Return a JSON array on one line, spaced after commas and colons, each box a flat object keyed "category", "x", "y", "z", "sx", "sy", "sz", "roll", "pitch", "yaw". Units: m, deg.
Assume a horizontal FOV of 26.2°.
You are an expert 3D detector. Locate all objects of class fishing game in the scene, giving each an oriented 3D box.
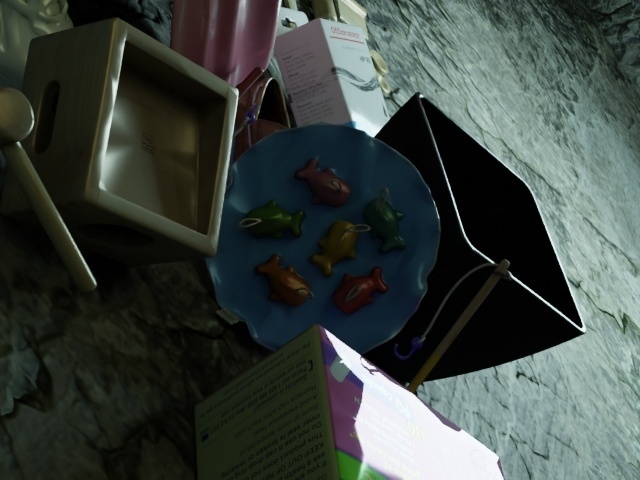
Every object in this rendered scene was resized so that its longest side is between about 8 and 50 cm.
[{"category": "fishing game", "x": 0.000, "y": 0.000, "z": 1.049, "sx": 0.264, "sy": 0.189, "sz": 0.041, "roll": 42, "pitch": -7, "yaw": 1}]

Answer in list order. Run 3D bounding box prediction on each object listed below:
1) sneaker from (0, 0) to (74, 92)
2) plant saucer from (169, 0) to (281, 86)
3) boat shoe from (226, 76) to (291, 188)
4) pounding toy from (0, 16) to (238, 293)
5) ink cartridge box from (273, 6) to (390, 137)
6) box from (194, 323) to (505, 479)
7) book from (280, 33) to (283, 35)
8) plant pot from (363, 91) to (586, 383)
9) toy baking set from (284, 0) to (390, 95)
[{"category": "sneaker", "x": -0.220, "y": -0.192, "z": 0.957, "sx": 0.232, "sy": 0.115, "sz": 0.090, "roll": 48, "pitch": 24, "yaw": -15}, {"category": "plant saucer", "x": -0.073, "y": -0.266, "z": 1.114, "sx": 0.084, "sy": 0.332, "sz": 0.332, "roll": 5, "pitch": 39, "yaw": -7}, {"category": "boat shoe", "x": -0.047, "y": -0.074, "z": 1.196, "sx": 0.066, "sy": 0.066, "sz": 0.183, "roll": 29, "pitch": 34, "yaw": -46}, {"category": "pounding toy", "x": -0.164, "y": -0.048, "z": 0.897, "sx": 0.206, "sy": 0.094, "sz": 0.181, "roll": 26, "pitch": 64, "yaw": -48}, {"category": "ink cartridge box", "x": 0.011, "y": -0.161, "z": 1.384, "sx": 0.104, "sy": 0.060, "sz": 0.180, "roll": -8, "pitch": 80, "yaw": -64}, {"category": "box", "x": 0.036, "y": 0.216, "z": 0.895, "sx": 0.213, "sy": 0.117, "sz": 0.243, "roll": 38, "pitch": 28, "yaw": -34}, {"category": "book", "x": -0.101, "y": -0.264, "z": 1.401, "sx": 0.096, "sy": 0.035, "sz": 0.144, "roll": 18, "pitch": 42, "yaw": -50}, {"category": "plant pot", "x": 0.095, "y": 0.018, "z": 1.218, "sx": 0.188, "sy": 0.167, "sz": 0.187, "roll": 35, "pitch": 29, "yaw": -40}, {"category": "toy baking set", "x": 0.014, "y": -0.264, "z": 1.624, "sx": 0.256, "sy": 0.030, "sz": 0.196, "roll": 2, "pitch": 56, "yaw": -62}]
